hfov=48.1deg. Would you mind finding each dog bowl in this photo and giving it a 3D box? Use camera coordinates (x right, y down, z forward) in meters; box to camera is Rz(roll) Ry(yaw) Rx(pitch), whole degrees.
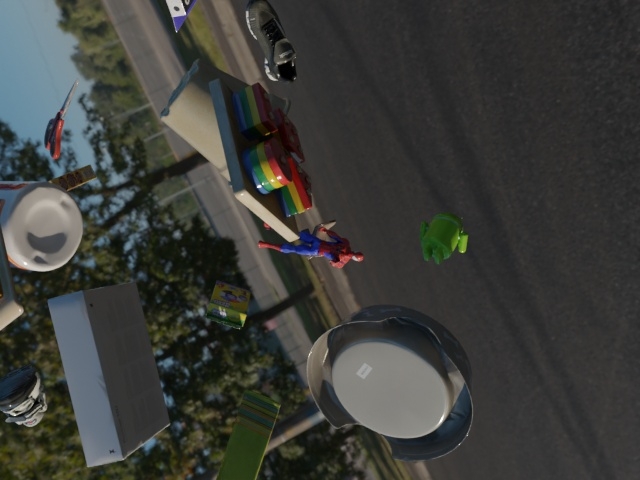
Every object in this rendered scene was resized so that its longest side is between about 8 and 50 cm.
[{"bbox_3d":[0.150,0.284,1.468,0.348,0.349,0.102,65,-147,-16],"label":"dog bowl"}]

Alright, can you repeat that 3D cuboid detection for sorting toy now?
[{"bbox_3d":[-0.607,0.071,1.242,0.038,0.193,0.208,7,-126,-59],"label":"sorting toy"},{"bbox_3d":[-0.096,-0.162,1.391,0.257,0.090,0.255,43,-151,-62],"label":"sorting toy"}]

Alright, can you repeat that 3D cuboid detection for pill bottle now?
[{"bbox_3d":[-0.826,-0.042,1.850,0.392,0.224,0.224,4,132,33],"label":"pill bottle"}]

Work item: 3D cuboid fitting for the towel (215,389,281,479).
[{"bbox_3d":[-0.176,0.488,1.732,0.102,0.237,0.021,16,175,24],"label":"towel"}]

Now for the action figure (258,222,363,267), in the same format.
[{"bbox_3d":[-0.026,0.008,1.867,0.139,0.281,0.091,59,-135,-77],"label":"action figure"}]

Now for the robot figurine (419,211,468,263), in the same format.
[{"bbox_3d":[0.247,-0.009,1.452,0.101,0.115,0.067,15,149,28],"label":"robot figurine"}]

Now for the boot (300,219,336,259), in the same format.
[{"bbox_3d":[0.000,0.000,1.977,0.042,0.119,0.086,-5,-104,-72],"label":"boot"}]

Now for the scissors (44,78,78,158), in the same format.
[{"bbox_3d":[-0.722,-0.354,1.986,0.109,0.021,0.297,59,135,33],"label":"scissors"}]

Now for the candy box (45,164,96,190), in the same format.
[{"bbox_3d":[-0.805,-0.177,2.243,0.053,0.109,0.186,65,-152,-12],"label":"candy box"}]

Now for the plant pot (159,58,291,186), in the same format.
[{"bbox_3d":[-0.311,-0.383,2.212,0.306,0.333,0.334,32,-177,-20],"label":"plant pot"}]

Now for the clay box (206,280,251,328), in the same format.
[{"bbox_3d":[-0.307,0.215,2.402,0.222,0.128,0.053,-95,25,-71],"label":"clay box"}]

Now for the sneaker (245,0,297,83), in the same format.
[{"bbox_3d":[-0.105,-0.471,1.712,0.106,0.078,0.234,43,160,43],"label":"sneaker"}]

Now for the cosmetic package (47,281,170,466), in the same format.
[{"bbox_3d":[-0.483,0.295,1.672,0.284,0.098,0.377,2,-106,-83],"label":"cosmetic package"}]

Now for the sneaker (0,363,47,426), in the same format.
[{"bbox_3d":[-0.754,0.408,1.833,0.146,0.123,0.330,66,163,-4],"label":"sneaker"}]

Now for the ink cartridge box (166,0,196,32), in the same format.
[{"bbox_3d":[-0.289,-0.605,1.588,0.208,0.045,0.206,80,-154,-57],"label":"ink cartridge box"}]
